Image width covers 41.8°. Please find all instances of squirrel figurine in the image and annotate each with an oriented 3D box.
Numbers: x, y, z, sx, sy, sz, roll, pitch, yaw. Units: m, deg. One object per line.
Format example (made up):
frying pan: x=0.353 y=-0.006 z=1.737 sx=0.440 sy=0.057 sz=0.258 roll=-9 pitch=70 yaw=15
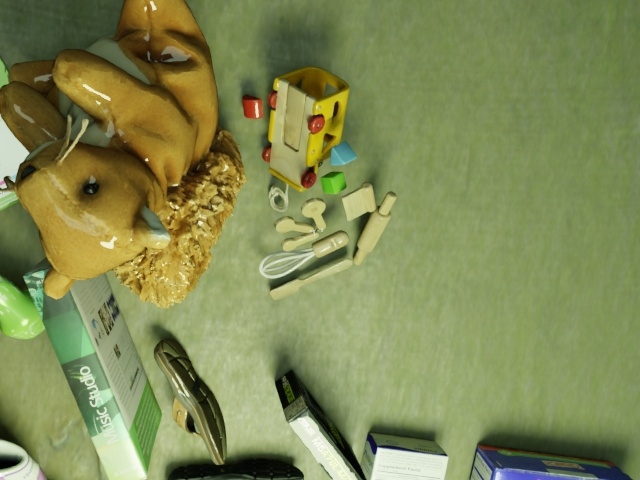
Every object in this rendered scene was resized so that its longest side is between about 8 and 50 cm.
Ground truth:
squirrel figurine: x=-0.239 y=-0.077 z=1.109 sx=0.281 sy=0.370 sz=0.397 roll=-23 pitch=132 yaw=16

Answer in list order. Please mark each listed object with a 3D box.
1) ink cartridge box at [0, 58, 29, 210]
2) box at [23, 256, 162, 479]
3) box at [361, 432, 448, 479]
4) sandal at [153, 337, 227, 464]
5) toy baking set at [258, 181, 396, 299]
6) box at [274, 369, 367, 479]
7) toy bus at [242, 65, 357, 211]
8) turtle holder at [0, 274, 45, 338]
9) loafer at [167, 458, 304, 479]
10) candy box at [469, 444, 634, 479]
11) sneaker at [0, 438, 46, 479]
ink cartridge box: x=-0.516 y=-0.161 z=1.210 sx=0.188 sy=0.097 sz=0.255 roll=-28 pitch=102 yaw=-5
box: x=-0.321 y=0.165 z=1.220 sx=0.058 sy=0.232 sz=0.322 roll=-21 pitch=100 yaw=-2
box: x=0.134 y=0.406 z=1.413 sx=0.126 sy=0.072 sz=0.137 roll=10 pitch=97 yaw=-11
sandal: x=-0.212 y=0.259 z=1.329 sx=0.060 sy=0.090 sz=0.219 roll=-27 pitch=103 yaw=12
toy baking set: x=0.007 y=-0.001 z=1.304 sx=0.196 sy=0.030 sz=0.256 roll=-6 pitch=142 yaw=-22
box: x=0.003 y=0.309 z=1.317 sx=0.045 sy=0.190 sz=0.184 roll=-38 pitch=101 yaw=-2
toy bus: x=-0.017 y=-0.164 z=1.288 sx=0.104 sy=0.202 sz=0.191 roll=-30 pitch=99 yaw=-38
turtle holder: x=-0.576 y=0.165 z=1.199 sx=0.320 sy=0.243 sz=0.227 roll=-53 pitch=130 yaw=-35
loafer: x=-0.137 y=0.407 z=1.369 sx=0.223 sy=0.076 sz=0.078 roll=-3 pitch=104 yaw=-5
candy box: x=0.375 y=0.533 z=1.447 sx=0.268 sy=0.122 sz=0.317 roll=11 pitch=97 yaw=-10
sneaker: x=-0.558 y=0.348 z=1.233 sx=0.282 sy=0.102 sz=0.161 roll=-8 pitch=141 yaw=-7
